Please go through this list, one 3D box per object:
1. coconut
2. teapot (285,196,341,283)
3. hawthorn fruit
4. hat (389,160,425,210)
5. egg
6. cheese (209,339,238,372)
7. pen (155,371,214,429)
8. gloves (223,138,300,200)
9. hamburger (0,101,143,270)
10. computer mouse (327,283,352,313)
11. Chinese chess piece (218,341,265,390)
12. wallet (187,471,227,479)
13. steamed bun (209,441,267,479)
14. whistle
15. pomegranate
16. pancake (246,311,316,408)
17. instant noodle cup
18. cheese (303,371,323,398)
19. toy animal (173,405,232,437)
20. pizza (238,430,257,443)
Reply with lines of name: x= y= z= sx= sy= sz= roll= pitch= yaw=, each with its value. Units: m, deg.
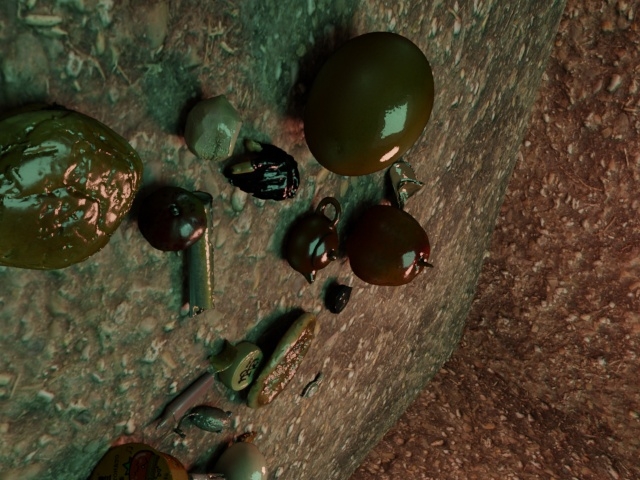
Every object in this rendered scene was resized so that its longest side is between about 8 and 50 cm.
coconut: x=-0.200 y=-0.218 z=1.080 sx=0.110 sy=0.110 sz=0.125 roll=-14 pitch=131 yaw=-54
teapot: x=0.000 y=0.000 z=1.587 sx=0.178 sy=0.135 sz=0.252 roll=-5 pitch=121 yaw=-62
hawthorn fruit: x=0.240 y=0.034 z=1.839 sx=0.277 sy=0.298 sz=0.277 roll=-36 pitch=139 yaw=-38
hat: x=0.273 y=-0.194 z=1.940 sx=0.147 sy=0.085 sz=0.175 roll=-44 pitch=125 yaw=-21
egg: x=0.110 y=-0.314 z=1.318 sx=0.351 sy=0.282 sz=0.282 roll=-53 pitch=151 yaw=-4
cheese: x=-0.265 y=0.319 z=1.530 sx=0.084 sy=0.060 sz=0.041 roll=-40 pitch=147 yaw=-21
pen: x=-0.361 y=0.429 z=1.498 sx=0.197 sy=0.032 sz=0.053 roll=-41 pitch=147 yaw=-37
gloves: x=-0.127 y=-0.151 z=1.266 sx=0.180 sy=0.106 sz=0.129 roll=-16 pitch=131 yaw=-58
hamburger: x=-0.406 y=-0.068 z=0.855 sx=0.285 sy=0.134 sz=0.266 roll=20 pitch=96 yaw=-60
computer mouse: x=0.061 y=0.201 z=1.958 sx=0.099 sy=0.057 sz=0.172 roll=-50 pitch=162 yaw=-22
Chinese chess piece: x=-0.226 y=0.363 z=1.628 sx=0.144 sy=0.058 sz=0.144 roll=-40 pitch=145 yaw=-35
wallet: x=-0.399 y=0.753 z=1.665 sx=0.231 sy=0.069 sz=0.170 roll=21 pitch=99 yaw=-48
steamed bun: x=-0.272 y=0.759 z=1.799 sx=0.130 sy=0.177 sz=0.228 roll=6 pitch=118 yaw=-49
whistle: x=-0.270 y=0.042 z=1.261 sx=0.068 sy=0.057 sz=0.327 roll=-28 pitch=138 yaw=-41
pomegranate: x=-0.297 y=-0.031 z=1.100 sx=0.159 sy=0.129 sz=0.129 roll=-41 pitch=167 yaw=38
pancake: x=-0.120 y=0.388 z=1.794 sx=0.356 sy=0.065 sz=0.356 roll=-49 pitch=160 yaw=-24
instant noodle cup: x=-0.430 y=0.609 z=1.383 sx=0.216 sy=0.215 sz=0.172 roll=-54 pitch=160 yaw=-11
cheese: x=-0.026 y=0.564 z=2.178 sx=0.120 sy=0.026 sz=0.067 roll=-43 pitch=148 yaw=-30
toy animal: x=-0.328 y=0.497 z=1.564 sx=0.253 sy=0.079 sz=0.070 roll=34 pitch=65 yaw=-63
pizza: x=-0.251 y=0.681 z=1.921 sx=0.099 sy=0.029 sz=0.100 roll=-34 pitch=145 yaw=-54
